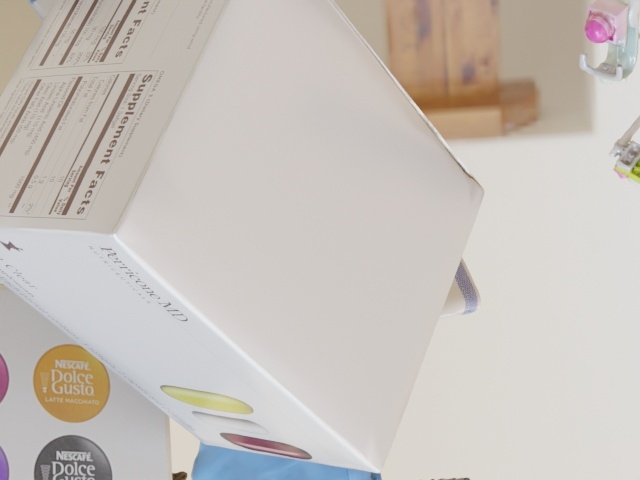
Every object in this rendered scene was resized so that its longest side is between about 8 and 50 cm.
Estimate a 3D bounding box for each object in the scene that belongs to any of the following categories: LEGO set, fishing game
[{"bbox_3d":[0.296,-0.075,0.969,0.107,0.287,0.132,-47,-44,-26],"label":"LEGO set"},{"bbox_3d":[-0.034,0.231,1.435,0.264,0.189,0.041,51,171,4],"label":"fishing game"}]

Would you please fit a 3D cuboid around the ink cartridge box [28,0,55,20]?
[{"bbox_3d":[-0.168,-0.218,1.266,0.086,0.148,0.203,49,177,-10],"label":"ink cartridge box"}]

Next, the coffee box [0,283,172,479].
[{"bbox_3d":[-0.314,0.224,0.952,0.338,0.337,0.334,-34,54,54],"label":"coffee box"}]

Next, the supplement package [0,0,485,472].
[{"bbox_3d":[-0.049,-0.018,0.841,0.262,0.145,0.204,46,-123,-42],"label":"supplement package"}]

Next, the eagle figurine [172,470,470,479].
[{"bbox_3d":[-0.041,0.270,1.091,0.225,0.298,0.226,-35,-48,-60],"label":"eagle figurine"}]

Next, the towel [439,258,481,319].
[{"bbox_3d":[0.000,0.000,1.348,0.034,0.285,0.209,-53,54,48],"label":"towel"}]
